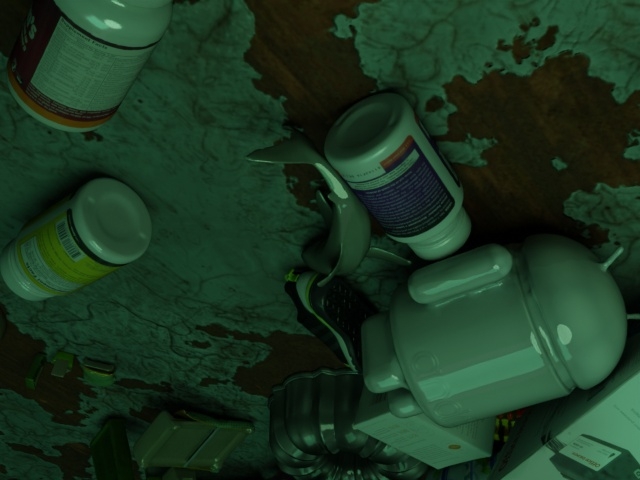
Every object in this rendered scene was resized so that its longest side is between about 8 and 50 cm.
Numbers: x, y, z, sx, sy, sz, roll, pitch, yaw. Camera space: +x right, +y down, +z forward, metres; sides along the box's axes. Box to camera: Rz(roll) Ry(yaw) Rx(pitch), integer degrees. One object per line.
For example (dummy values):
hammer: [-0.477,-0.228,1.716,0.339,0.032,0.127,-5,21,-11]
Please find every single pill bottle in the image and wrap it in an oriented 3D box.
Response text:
pill bottle: [-0.339,0.006,1.022,0.208,0.119,0.119,-24,129,34]
pill bottle: [-0.221,-0.215,0.738,0.121,0.121,0.221,28,136,-21]
pill bottle: [0.097,-0.065,0.858,0.108,0.108,0.193,-18,132,29]

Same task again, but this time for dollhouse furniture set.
dollhouse furniture set: [-0.458,0.254,1.383,0.152,0.058,0.076,15,140,-5]
dollhouse furniture set: [-0.302,0.397,1.516,0.198,0.151,0.301,16,126,-39]

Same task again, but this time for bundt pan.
bundt pan: [0.055,0.368,1.363,0.331,0.124,0.331,6,139,5]

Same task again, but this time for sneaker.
sneaker: [0.018,0.113,1.127,0.097,0.084,0.234,12,146,37]

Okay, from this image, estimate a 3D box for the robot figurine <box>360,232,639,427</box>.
robot figurine: [0.228,0.115,0.954,0.353,0.199,0.300,-23,135,22]

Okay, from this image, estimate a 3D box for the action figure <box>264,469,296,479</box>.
action figure: [-0.027,0.604,1.446,0.276,0.248,0.370,28,179,-25]

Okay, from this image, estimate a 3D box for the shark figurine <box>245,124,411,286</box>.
shark figurine: [0.011,-0.008,0.908,0.166,0.116,0.278,22,151,24]

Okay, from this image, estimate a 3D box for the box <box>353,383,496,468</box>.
box: [0.161,0.266,1.143,0.170,0.091,0.130,30,144,-18]

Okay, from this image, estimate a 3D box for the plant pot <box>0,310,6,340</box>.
plant pot: [-0.672,0.154,1.272,0.237,0.109,0.237,5,139,4]

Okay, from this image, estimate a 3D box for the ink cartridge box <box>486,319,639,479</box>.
ink cartridge box: [0.387,0.240,0.992,0.129,0.223,0.307,44,122,9]

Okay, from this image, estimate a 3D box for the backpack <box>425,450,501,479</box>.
backpack: [0.335,0.511,1.344,0.355,0.290,0.273,29,138,-19]

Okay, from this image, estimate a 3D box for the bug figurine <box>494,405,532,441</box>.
bug figurine: [0.258,0.229,1.198,0.216,0.072,0.279,5,145,15]
